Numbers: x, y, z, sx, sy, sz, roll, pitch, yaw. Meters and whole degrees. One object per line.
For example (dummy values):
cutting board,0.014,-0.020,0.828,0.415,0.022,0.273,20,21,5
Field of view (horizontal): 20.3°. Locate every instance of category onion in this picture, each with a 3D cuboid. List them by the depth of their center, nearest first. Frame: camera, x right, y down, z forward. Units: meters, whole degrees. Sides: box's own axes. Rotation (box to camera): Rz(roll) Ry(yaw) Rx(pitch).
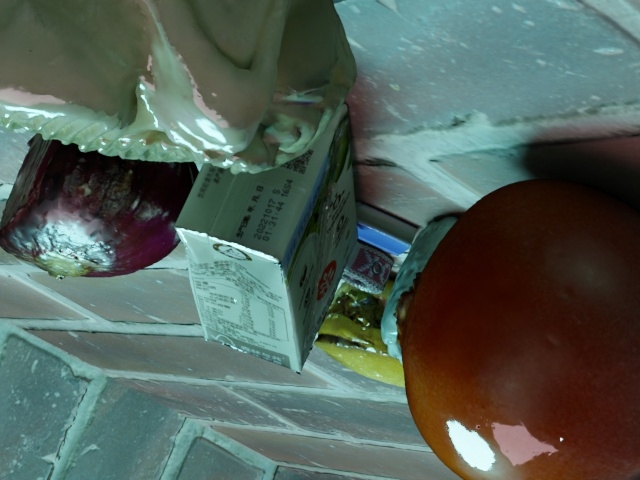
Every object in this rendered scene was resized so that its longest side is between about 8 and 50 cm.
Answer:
onion,-0.236,-0.061,2.046,0.206,0.216,0.207,25,157,-20

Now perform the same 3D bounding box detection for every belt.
belt,0.000,0.000,2.200,0.071,0.053,0.232,6,158,48

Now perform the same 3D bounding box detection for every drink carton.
drink carton,-0.053,-0.011,1.925,0.132,0.194,0.324,18,158,10

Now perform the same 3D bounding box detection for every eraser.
eraser,0.066,-0.014,2.107,0.085,0.027,0.063,24,165,-8

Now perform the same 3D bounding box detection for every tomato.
tomato,0.235,0.106,1.743,0.321,0.321,0.321,21,164,6

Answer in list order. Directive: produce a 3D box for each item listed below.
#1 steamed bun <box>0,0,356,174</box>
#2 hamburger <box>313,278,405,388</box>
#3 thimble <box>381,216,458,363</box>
steamed bun,-0.142,-0.187,1.421,0.352,0.247,0.339,13,180,3
hamburger,0.097,0.125,2.359,0.191,0.118,0.182,25,168,4
thimble,0.177,0.087,2.025,0.205,0.172,0.250,23,166,7
